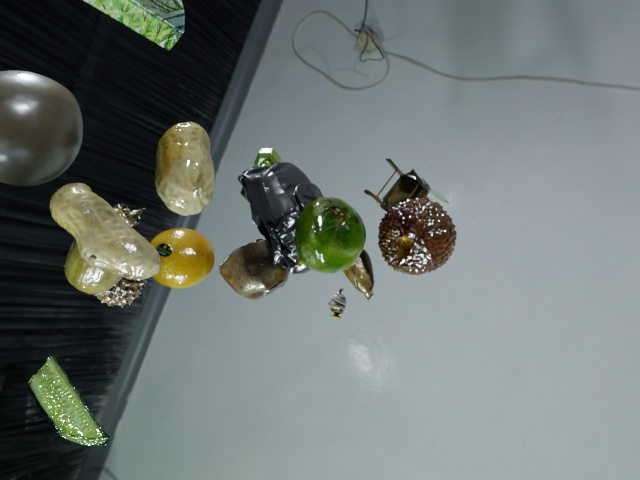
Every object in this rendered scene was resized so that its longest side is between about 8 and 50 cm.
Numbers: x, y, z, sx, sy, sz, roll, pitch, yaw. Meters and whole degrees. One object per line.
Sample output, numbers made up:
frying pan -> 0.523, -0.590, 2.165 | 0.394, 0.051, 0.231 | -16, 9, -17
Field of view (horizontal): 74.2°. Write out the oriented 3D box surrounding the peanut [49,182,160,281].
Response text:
peanut -> -0.362, -0.012, 0.709 | 0.100, 0.099, 0.214 | -40, 90, 15

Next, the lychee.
lychee -> 0.319, -0.019, 1.386 | 0.268, 0.268, 0.266 | -5, 79, 26

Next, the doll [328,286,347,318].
doll -> 0.066, 0.251, 1.717 | 0.084, 0.073, 0.126 | -4, 67, 43

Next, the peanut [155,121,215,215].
peanut -> -0.300, -0.166, 0.943 | 0.129, 0.129, 0.224 | -21, 68, 22

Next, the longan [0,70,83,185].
longan -> -0.538, -0.195, 0.757 | 0.220, 0.197, 0.196 | -35, 67, 28

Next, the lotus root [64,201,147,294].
lotus root -> -0.544, 0.016, 1.068 | 0.154, 0.154, 0.278 | 48, 110, 25

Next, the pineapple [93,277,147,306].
pineapple -> -0.647, 0.121, 1.371 | 0.166, 0.166, 0.193 | 57, 134, 23

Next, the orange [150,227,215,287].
orange -> -0.495, 0.063, 1.504 | 0.237, 0.236, 0.235 | -5, 79, 26

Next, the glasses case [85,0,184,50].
glasses case -> -0.345, -0.417, 0.661 | 0.062, 0.272, 0.095 | -31, 62, 30

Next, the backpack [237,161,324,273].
backpack -> -0.104, -0.097, 1.535 | 0.255, 0.363, 0.445 | -34, 83, 23

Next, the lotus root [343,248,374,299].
lotus root -> 0.138, 0.111, 1.451 | 0.109, 0.094, 0.190 | -21, 77, -19

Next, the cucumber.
cucumber -> -0.510, 0.336, 0.839 | 0.220, 0.070, 0.046 | 49, 118, 8

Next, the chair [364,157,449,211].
chair -> 0.330, -0.164, 1.596 | 0.160, 0.319, 0.186 | 39, 98, 39

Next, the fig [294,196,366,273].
fig -> 0.000, 0.000, 1.165 | 0.235, 0.203, 0.202 | -29, 65, 54

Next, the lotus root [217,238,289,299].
lotus root -> -0.240, 0.132, 1.658 | 0.272, 0.272, 0.191 | -40, 71, 15

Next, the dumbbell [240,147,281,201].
dumbbell -> -0.250, -0.280, 1.808 | 0.122, 0.108, 0.301 | 2, 43, 10
